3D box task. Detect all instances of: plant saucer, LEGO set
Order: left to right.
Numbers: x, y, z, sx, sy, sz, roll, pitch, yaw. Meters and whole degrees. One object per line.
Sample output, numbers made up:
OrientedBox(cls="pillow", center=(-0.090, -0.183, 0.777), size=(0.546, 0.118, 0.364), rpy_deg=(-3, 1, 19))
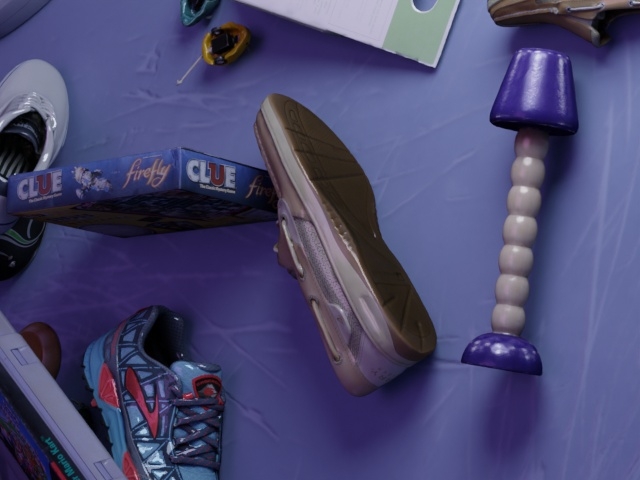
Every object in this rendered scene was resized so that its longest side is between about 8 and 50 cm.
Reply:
OrientedBox(cls="plant saucer", center=(-0.318, 0.130, 1.908), size=(0.083, 0.015, 0.083), rpy_deg=(-9, 75, 39))
OrientedBox(cls="LEGO set", center=(-0.242, 0.191, 1.832), size=(0.083, 0.023, 0.054), rpy_deg=(-13, 75, 24))

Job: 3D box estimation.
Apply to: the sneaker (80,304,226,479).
OrientedBox(cls="sneaker", center=(-0.145, 0.172, 1.696), size=(0.125, 0.104, 0.262), rpy_deg=(-43, 58, 22))

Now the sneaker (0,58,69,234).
OrientedBox(cls="sneaker", center=(-0.310, -0.113, 1.847), size=(0.091, 0.094, 0.258), rpy_deg=(-45, 26, 39))

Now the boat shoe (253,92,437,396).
OrientedBox(cls="boat shoe", center=(0.000, 0.000, 1.607), size=(0.098, 0.109, 0.302), rpy_deg=(-39, 64, 27))

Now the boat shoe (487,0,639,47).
OrientedBox(cls="boat shoe", center=(0.228, -0.199, 1.480), size=(0.190, 0.068, 0.072), rpy_deg=(-11, 86, 38))

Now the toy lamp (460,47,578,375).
OrientedBox(cls="toy lamp", center=(0.171, -0.026, 1.484), size=(0.080, 0.080, 0.274), rpy_deg=(7, 85, 41))

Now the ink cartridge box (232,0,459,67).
OrientedBox(cls="ink cartridge box", center=(0.040, -0.276, 1.661), size=(0.235, 0.056, 0.171), rpy_deg=(22, 97, 19))

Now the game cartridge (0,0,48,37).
OrientedBox(cls="game cartridge", center=(-0.393, -0.335, 2.039), size=(0.297, 0.062, 0.198), rpy_deg=(-26, 70, 34))

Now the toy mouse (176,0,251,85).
OrientedBox(cls="toy mouse", center=(-0.093, -0.251, 1.780), size=(0.161, 0.031, 0.143), rpy_deg=(-25, 66, 34))

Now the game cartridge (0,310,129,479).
OrientedBox(cls="game cartridge", center=(-0.255, 0.247, 1.723), size=(0.355, 0.068, 0.230), rpy_deg=(46, 154, 36))

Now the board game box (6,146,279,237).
OrientedBox(cls="board game box", center=(-0.168, -0.044, 1.716), size=(0.243, 0.165, 0.042), rpy_deg=(-6, 78, 39))

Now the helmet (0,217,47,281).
OrientedBox(cls="helmet", center=(-0.398, -0.037, 1.910), size=(0.169, 0.161, 0.169), rpy_deg=(-9, 76, 39))
